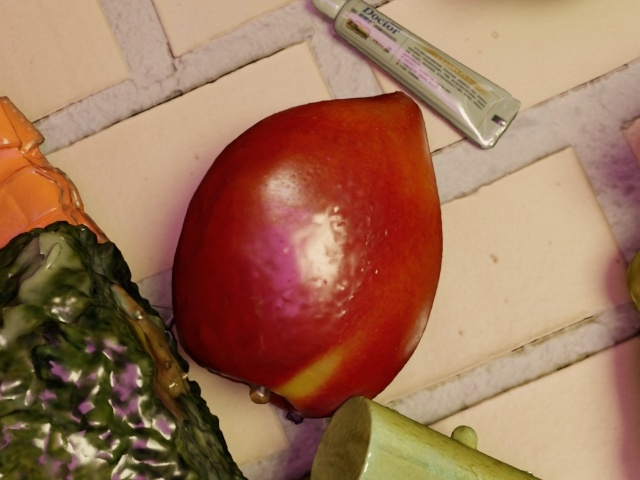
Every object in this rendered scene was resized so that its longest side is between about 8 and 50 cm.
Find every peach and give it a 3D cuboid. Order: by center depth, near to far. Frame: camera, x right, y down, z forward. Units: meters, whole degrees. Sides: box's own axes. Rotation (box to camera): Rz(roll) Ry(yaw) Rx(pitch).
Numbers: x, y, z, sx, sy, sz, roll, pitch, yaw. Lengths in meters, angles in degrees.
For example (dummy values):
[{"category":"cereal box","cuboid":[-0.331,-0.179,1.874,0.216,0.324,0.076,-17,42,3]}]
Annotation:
[{"category":"peach","cuboid":[0.000,0.000,0.728,0.258,0.201,0.361,28,88,9]}]

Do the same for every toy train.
[{"category":"toy train","cuboid":[0.100,0.264,0.691,0.307,0.126,0.189,28,51,-22]}]

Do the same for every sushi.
[{"category":"sushi","cuboid":[-0.194,0.138,0.613,0.178,0.352,0.294,-31,119,-11]}]

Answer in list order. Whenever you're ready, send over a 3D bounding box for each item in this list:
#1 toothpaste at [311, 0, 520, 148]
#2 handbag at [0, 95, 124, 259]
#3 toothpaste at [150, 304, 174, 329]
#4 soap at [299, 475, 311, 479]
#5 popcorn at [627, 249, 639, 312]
[{"category":"toothpaste","cuboid":[0.096,-0.194,0.818,0.255,0.037,0.067,36,84,5]},{"category":"handbag","cuboid":[-0.444,-0.052,0.823,0.303,0.116,0.410,-39,83,2]},{"category":"toothpaste","cuboid":[-0.211,0.182,0.817,0.060,0.038,0.233,13,84,3]},{"category":"soap","cuboid":[-0.084,0.377,0.761,0.315,0.091,0.199,-21,84,4]},{"category":"popcorn","cuboid":[0.411,0.121,0.696,0.225,0.174,0.286,0,74,-9]}]
